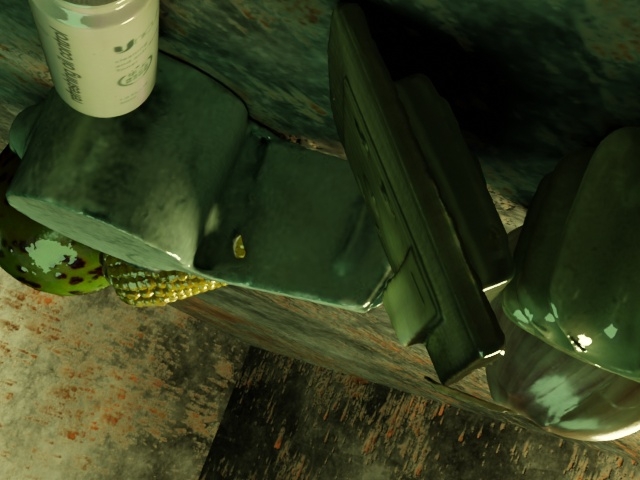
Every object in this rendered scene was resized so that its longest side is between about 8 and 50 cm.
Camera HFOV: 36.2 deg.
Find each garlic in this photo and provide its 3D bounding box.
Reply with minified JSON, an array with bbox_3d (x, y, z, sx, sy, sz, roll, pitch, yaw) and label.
[{"bbox_3d":[0.228,0.096,0.934,0.207,0.207,0.256,25,151,-16],"label":"garlic"}]

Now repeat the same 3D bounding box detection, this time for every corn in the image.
[{"bbox_3d":[-0.098,0.003,1.052,0.293,0.106,0.106,-14,156,15],"label":"corn"}]

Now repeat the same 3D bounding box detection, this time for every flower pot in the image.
[{"bbox_3d":[0.317,0.053,0.674,0.367,0.164,0.254,21,174,5],"label":"flower pot"}]

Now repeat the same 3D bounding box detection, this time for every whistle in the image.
[{"bbox_3d":[-0.115,-0.048,0.948,0.405,0.168,0.188,23,167,-6],"label":"whistle"}]

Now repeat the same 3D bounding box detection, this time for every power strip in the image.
[{"bbox_3d":[0.081,-0.024,0.724,0.092,0.251,0.257,-15,168,-3],"label":"power strip"}]

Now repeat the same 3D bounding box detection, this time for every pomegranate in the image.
[{"bbox_3d":[-0.264,-0.038,1.189,0.286,0.231,0.231,4,172,-12],"label":"pomegranate"}]

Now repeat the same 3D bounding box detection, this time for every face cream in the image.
[{"bbox_3d":[-0.155,-0.169,0.677,0.092,0.092,0.311,23,167,-6],"label":"face cream"}]
